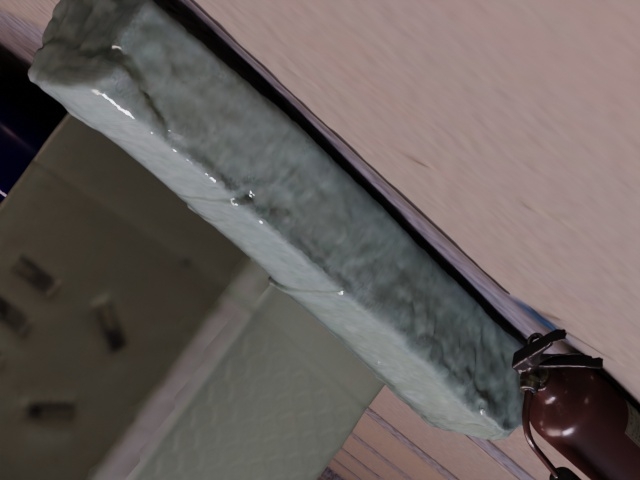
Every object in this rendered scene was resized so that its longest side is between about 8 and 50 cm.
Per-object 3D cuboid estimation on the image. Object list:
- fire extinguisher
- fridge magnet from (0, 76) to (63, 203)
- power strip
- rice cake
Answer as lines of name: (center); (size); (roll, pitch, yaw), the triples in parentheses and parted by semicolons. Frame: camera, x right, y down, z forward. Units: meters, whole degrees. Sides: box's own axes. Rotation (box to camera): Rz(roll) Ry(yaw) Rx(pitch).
fire extinguisher: (0.106, 0.085, 0.675); (0.173, 0.049, 0.035); (42, 178, -38)
fridge magnet: (-0.172, -0.020, 1.035); (0.265, 0.112, 0.265); (37, 173, 6)
power strip: (-0.090, 0.077, 0.825); (0.140, 0.224, 0.139); (32, 172, 32)
rice cake: (0.000, 0.000, 0.631); (0.045, 0.042, 0.245); (12, 158, 42)
